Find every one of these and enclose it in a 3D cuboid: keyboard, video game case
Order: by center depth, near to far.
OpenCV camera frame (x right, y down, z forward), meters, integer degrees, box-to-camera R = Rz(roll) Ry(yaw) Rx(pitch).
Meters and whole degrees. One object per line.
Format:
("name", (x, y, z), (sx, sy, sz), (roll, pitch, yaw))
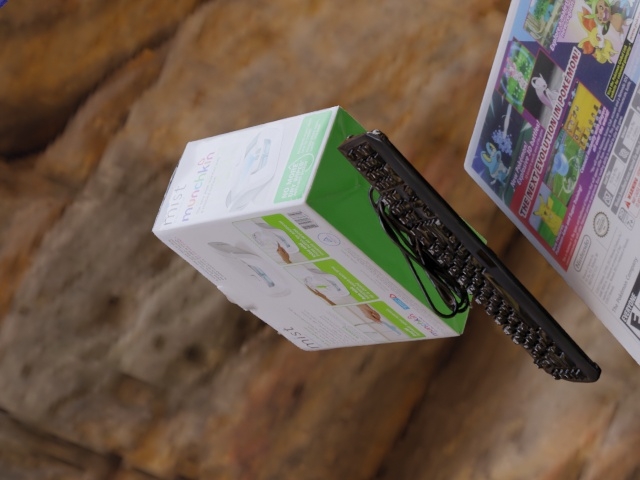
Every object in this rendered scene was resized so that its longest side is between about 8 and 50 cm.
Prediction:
("video game case", (0.156, -0.058, 0.837), (0.023, 0.183, 0.201), (-18, -38, -27))
("keyboard", (0.075, 0.018, 0.907), (0.038, 0.192, 0.100), (-43, 6, -8))

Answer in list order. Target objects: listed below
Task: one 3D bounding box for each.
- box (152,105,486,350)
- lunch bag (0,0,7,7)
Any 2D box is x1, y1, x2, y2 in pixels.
("box", (0.000, 0.000, 1.660), (0.231, 0.262, 0.127), (-10, 51, 44))
("lunch bag", (-0.303, -0.280, 1.172), (0.221, 0.293, 0.138), (-52, 2, -21))
